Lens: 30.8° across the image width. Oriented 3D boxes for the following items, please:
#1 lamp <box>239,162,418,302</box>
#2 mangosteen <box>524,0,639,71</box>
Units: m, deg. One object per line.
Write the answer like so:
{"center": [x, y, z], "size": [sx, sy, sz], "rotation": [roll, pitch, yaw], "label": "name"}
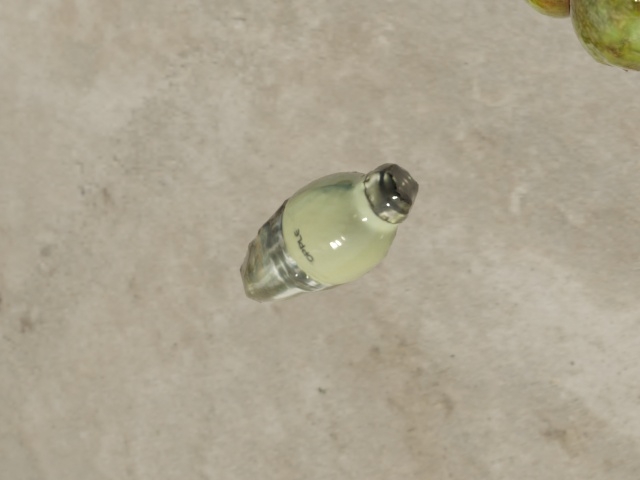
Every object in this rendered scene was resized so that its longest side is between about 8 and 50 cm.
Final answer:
{"center": [0.000, 0.000, 1.043], "size": [0.250, 0.101, 0.101], "rotation": [-34, 71, 45], "label": "lamp"}
{"center": [0.260, -0.248, 0.747], "size": [0.300, 0.300, 0.300], "rotation": [4, 96, 42], "label": "mangosteen"}
